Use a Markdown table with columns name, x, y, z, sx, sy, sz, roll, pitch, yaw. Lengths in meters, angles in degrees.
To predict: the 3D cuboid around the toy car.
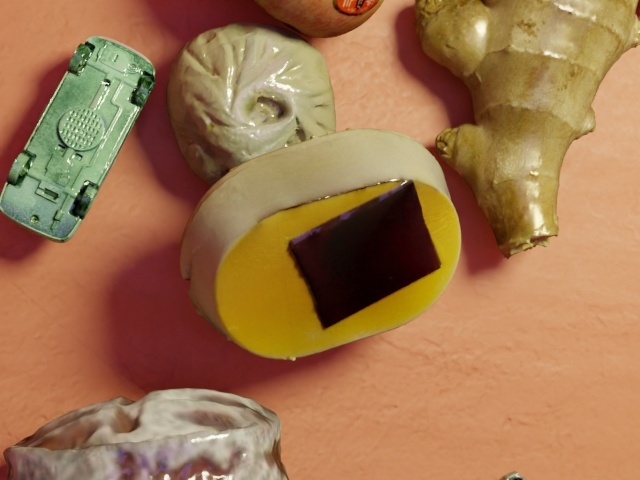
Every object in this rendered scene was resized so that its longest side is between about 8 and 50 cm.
| name | x | y | z | sx | sy | sz | roll | pitch | yaw |
| --- | --- | --- | --- | --- | --- | --- | --- | --- | --- |
| toy car | -0.255 | -0.107 | 1.341 | 0.090 | 0.076 | 0.224 | 26 | 76 | -4 |

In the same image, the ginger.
| name | x | y | z | sx | sy | sz | roll | pitch | yaw |
| --- | --- | --- | --- | --- | --- | --- | --- | --- | --- |
| ginger | 0.211 | -0.185 | 1.370 | 0.236 | 0.166 | 0.375 | 25 | 78 | -15 |

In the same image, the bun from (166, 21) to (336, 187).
| name | x | y | z | sx | sy | sz | roll | pitch | yaw |
| --- | --- | --- | --- | --- | --- | --- | --- | --- | --- |
| bun | -0.071 | -0.135 | 1.343 | 0.179 | 0.128 | 0.193 | -6 | 90 | -10 |

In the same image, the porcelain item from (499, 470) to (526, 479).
| name | x | y | z | sx | sy | sz | roll | pitch | yaw |
| --- | --- | --- | --- | --- | --- | --- | --- | --- | --- |
| porcelain item | 0.178 | 0.318 | 1.404 | 0.136 | 0.021 | 0.075 | -25 | 90 | -9 |

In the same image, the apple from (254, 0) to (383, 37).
| name | x | y | z | sx | sy | sz | roll | pitch | yaw |
| --- | --- | --- | --- | --- | --- | --- | --- | --- | --- |
| apple | -0.013 | -0.310 | 1.324 | 0.209 | 0.209 | 0.164 | 38 | 100 | -4 |

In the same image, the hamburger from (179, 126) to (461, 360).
| name | x | y | z | sx | sy | sz | roll | pitch | yaw |
| --- | --- | --- | --- | --- | --- | --- | --- | --- | --- |
| hamburger | 0.000 | 0.000 | 1.306 | 0.295 | 0.151 | 0.227 | -13 | 123 | -14 |

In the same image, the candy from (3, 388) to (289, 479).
| name | x | y | z | sx | sy | sz | roll | pitch | yaw |
| --- | --- | --- | --- | --- | --- | --- | --- | --- | --- |
| candy | -0.174 | 0.230 | 1.263 | 0.290 | 0.214 | 0.157 | -5 | 86 | -5 |
